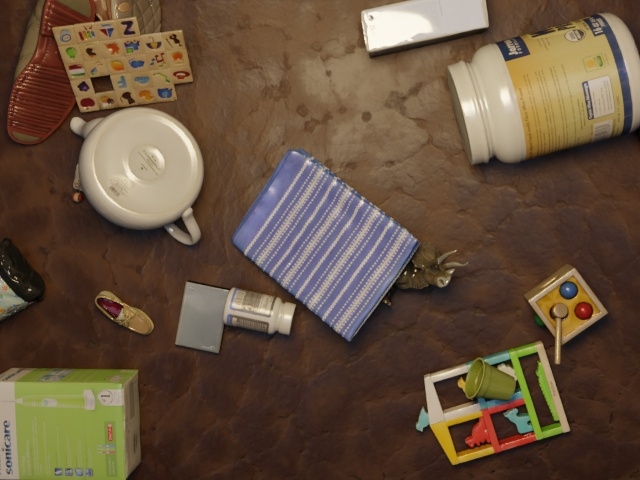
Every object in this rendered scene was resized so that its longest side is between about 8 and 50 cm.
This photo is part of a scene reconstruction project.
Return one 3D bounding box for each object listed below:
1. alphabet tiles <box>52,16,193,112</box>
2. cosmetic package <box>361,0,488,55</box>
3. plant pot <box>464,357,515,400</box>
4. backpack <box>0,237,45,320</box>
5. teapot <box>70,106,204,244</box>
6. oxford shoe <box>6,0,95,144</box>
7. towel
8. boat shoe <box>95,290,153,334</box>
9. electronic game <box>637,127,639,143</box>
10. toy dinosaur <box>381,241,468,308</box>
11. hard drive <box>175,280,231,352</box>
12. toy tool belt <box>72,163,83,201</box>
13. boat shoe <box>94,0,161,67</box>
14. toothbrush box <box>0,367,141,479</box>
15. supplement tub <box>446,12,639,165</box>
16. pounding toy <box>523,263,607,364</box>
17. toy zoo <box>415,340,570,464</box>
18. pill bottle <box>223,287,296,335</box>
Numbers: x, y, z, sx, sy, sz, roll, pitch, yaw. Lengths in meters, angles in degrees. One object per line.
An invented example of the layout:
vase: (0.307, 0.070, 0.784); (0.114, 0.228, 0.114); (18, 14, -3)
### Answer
alphabet tiles: (-0.375, -0.344, 1.719); (0.237, 0.009, 0.198); (-8, 136, -1)
cosmetic package: (0.197, -0.414, 1.684); (0.231, 0.117, 0.085); (-9, 96, 7)
plant pot: (0.338, 0.281, 1.739); (0.079, 0.083, 0.083); (17, 97, -10)
backpack: (-0.677, 0.102, 1.809); (0.182, 0.115, 0.152); (-33, 95, 10)
teapot: (-0.355, -0.126, 1.731); (0.253, 0.187, 0.256); (3, 79, -22)
oxford shoe: (-0.543, -0.359, 1.767); (0.123, 0.130, 0.348); (14, 114, -37)
towel: (0.000, 0.000, 1.724); (0.336, 0.040, 0.243); (39, 99, 22)
boat shoe: (-0.409, 0.154, 1.827); (0.135, 0.045, 0.050); (31, 98, 1)
electronic game: (0.722, -0.225, 1.695); (0.229, 0.048, 0.229); (0, 102, -1)
toy dinosaur: (0.129, 0.031, 1.750); (0.313, 0.121, 0.160); (35, 89, 26)
hard drive: (-0.242, 0.158, 1.826); (0.094, 0.022, 0.135); (11, 97, 3)
toy tool belt: (-0.474, -0.115, 1.801); (0.051, 0.052, 0.083); (13, 98, 12)
boat shoe: (-0.402, -0.497, 1.735); (0.116, 0.123, 0.324); (4, 108, 38)
toothbrush box: (-0.523, 0.376, 1.822); (0.283, 0.122, 0.206); (-1, 96, 4)
supplement tub: (0.407, -0.270, 1.625); (0.316, 0.228, 0.228); (-15, 95, 5)
pounding toy: (0.473, 0.143, 1.728); (0.141, 0.100, 0.130); (-37, 92, 7)
toy zoo: (0.335, 0.336, 1.795); (0.293, 0.030, 0.192); (-19, 94, 6)
pill bottle: (-0.121, 0.146, 1.787); (0.137, 0.078, 0.078); (13, 97, 3)
